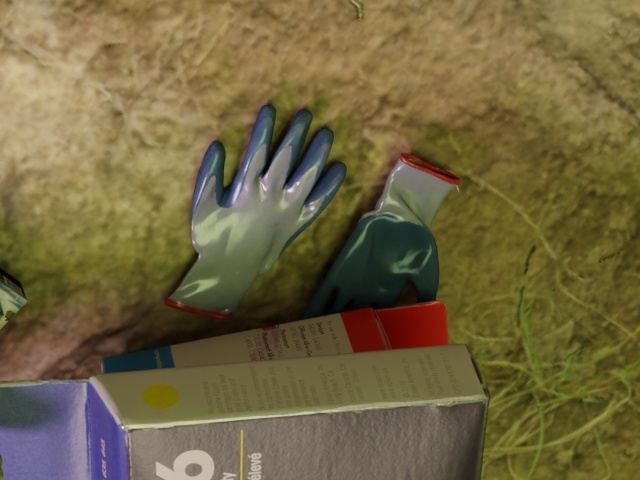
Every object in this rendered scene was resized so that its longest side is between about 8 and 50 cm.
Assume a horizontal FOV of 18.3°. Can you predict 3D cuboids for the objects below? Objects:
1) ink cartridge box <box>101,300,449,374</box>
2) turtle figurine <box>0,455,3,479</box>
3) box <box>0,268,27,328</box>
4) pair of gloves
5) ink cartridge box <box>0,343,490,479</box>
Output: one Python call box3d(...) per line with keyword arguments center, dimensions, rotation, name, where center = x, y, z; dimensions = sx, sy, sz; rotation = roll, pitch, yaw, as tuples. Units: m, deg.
box3d(center=(-0.018, 0.129, 1.305), dimensions=(0.231, 0.078, 0.134), rotation=(-11, 125, -6), name="ink cartridge box")
box3d(center=(-0.302, 0.163, 1.183), dimensions=(0.217, 0.087, 0.269), rotation=(-27, 159, 16), name="turtle figurine")
box3d(center=(-0.261, 0.029, 1.213), dimensions=(0.094, 0.027, 0.137), rotation=(-46, 122, 7), name="box")
box3d(center=(0.000, 0.000, 1.292), dimensions=(0.198, 0.023, 0.159), rotation=(17, 112, -25), name="pair of gloves")
box3d(center=(-0.056, 0.213, 1.264), dimensions=(0.307, 0.072, 0.303), rotation=(-5, 124, -11), name="ink cartridge box")
